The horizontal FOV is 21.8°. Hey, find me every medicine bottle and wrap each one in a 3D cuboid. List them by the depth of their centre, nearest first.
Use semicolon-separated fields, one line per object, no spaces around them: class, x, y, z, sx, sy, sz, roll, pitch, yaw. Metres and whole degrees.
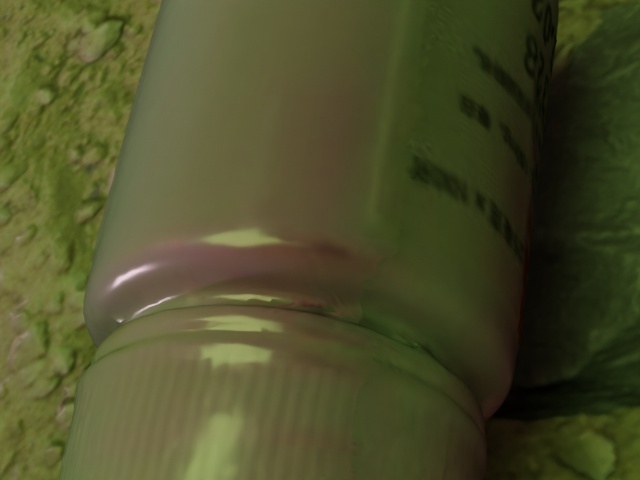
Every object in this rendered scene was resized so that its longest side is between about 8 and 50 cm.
medicine bottle;0.000;0.000;0.847;0.219;0.219;0.388;-8;55;27
